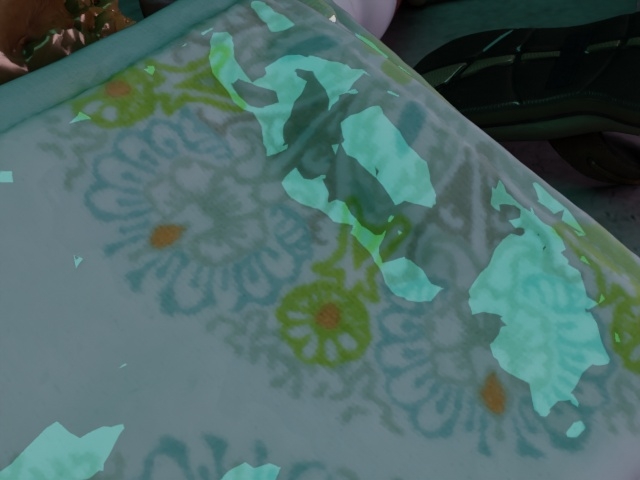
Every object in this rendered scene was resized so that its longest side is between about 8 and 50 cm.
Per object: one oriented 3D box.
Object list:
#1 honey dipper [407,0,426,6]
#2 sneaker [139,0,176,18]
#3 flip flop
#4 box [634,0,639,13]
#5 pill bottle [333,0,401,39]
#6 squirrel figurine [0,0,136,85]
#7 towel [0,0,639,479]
[{"bbox_3d":[0.142,-0.205,0.885,0.160,0.030,0.030,-12,40,-1],"label":"honey dipper"},{"bbox_3d":[-0.091,-0.246,0.835,0.086,0.132,0.229,-1,67,12],"label":"sneaker"},{"bbox_3d":[0.173,-0.075,0.696,0.277,0.080,0.112,2,43,36],"label":"flip flop"},{"bbox_3d":[0.305,-0.196,0.765,0.170,0.130,0.091,20,48,29],"label":"box"},{"bbox_3d":[0.007,-0.201,0.832,0.121,0.121,0.216,6,42,17],"label":"pill bottle"},{"bbox_3d":[-0.292,-0.117,0.687,0.370,0.397,0.281,14,86,51],"label":"squirrel figurine"},{"bbox_3d":[-0.050,0.056,0.486,0.374,0.090,0.320,-35,66,-28],"label":"towel"}]
